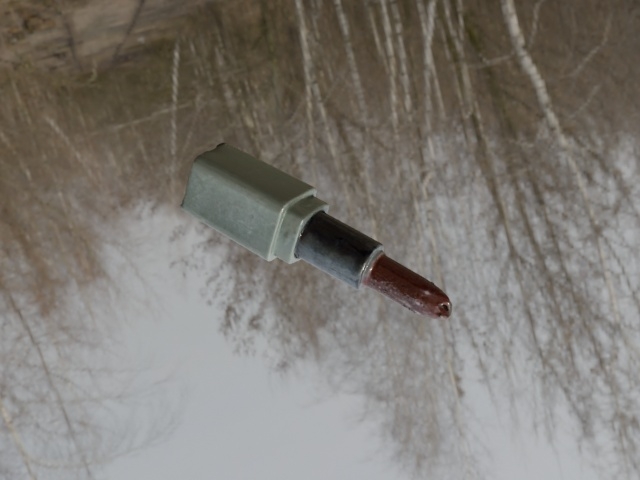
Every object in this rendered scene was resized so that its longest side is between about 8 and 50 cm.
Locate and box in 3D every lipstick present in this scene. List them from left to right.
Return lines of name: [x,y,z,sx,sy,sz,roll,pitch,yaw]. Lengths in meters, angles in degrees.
lipstick: [0.000,0.000,0.320,0.107,0.025,0.025,29,-149,20]
